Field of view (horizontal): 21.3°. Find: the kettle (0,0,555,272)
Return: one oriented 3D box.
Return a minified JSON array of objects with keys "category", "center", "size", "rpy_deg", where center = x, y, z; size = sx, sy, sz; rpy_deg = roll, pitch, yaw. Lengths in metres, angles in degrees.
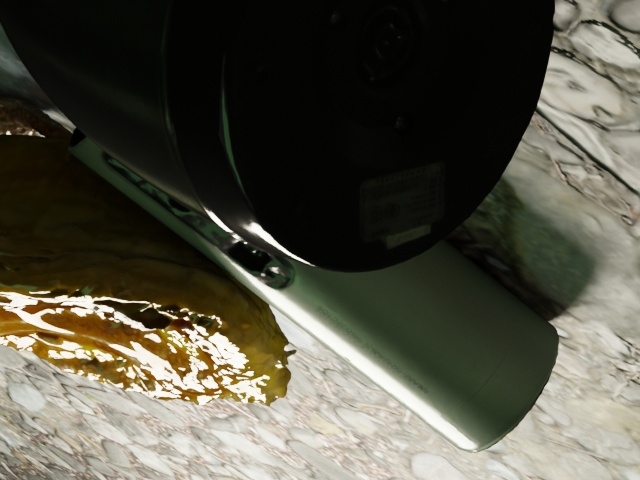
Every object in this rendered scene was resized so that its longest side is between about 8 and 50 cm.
[{"category":"kettle","center":[-0.040,-0.126,0.821],"size":[0.271,0.251,0.207],"rpy_deg":[21,127,41]}]

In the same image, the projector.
[{"category":"projector","center":[0.000,0.000,1.094],"size":[0.337,0.108,0.108],"rpy_deg":[38,157,-15]}]

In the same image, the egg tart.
[{"category":"egg tart","center":[-0.171,0.020,1.223],"size":[0.340,0.153,0.351],"rpy_deg":[18,168,-14]}]

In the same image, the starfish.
[{"category":"starfish","center":[-0.263,-0.092,1.327],"size":[0.247,0.050,0.138],"rpy_deg":[23,161,-6]}]
